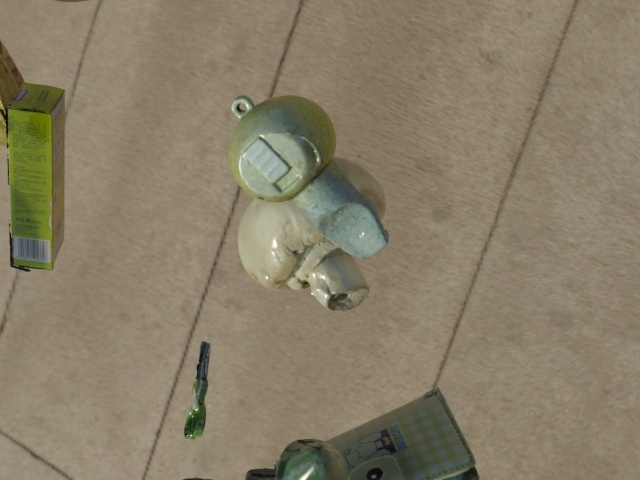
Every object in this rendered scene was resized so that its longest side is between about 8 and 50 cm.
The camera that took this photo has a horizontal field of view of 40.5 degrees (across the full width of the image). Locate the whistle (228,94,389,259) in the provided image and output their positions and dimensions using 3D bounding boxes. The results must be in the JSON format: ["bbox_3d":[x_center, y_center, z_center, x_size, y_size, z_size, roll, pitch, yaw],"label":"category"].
[{"bbox_3d":[-0.011,-0.072,0.928,0.123,0.123,0.223,-40,104,21],"label":"whistle"}]

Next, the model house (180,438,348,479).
[{"bbox_3d":[-0.064,0.351,0.811,0.245,0.280,0.312,11,61,-3],"label":"model house"}]

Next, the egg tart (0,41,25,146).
[{"bbox_3d":[-0.637,-0.282,1.709,0.116,0.295,0.294,-25,73,-8],"label":"egg tart"}]

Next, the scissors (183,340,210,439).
[{"bbox_3d":[-0.254,0.312,1.817,0.101,0.027,0.204,-36,44,57],"label":"scissors"}]

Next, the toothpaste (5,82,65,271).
[{"bbox_3d":[-0.502,-0.107,1.540,0.077,0.110,0.327,7,121,-5],"label":"toothpaste"}]

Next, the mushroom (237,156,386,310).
[{"bbox_3d":[0.000,0.000,1.364,0.254,0.260,0.234,-36,78,8],"label":"mushroom"}]

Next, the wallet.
[{"bbox_3d":[0.086,0.371,1.399,0.310,0.223,0.077,-25,116,1],"label":"wallet"}]
